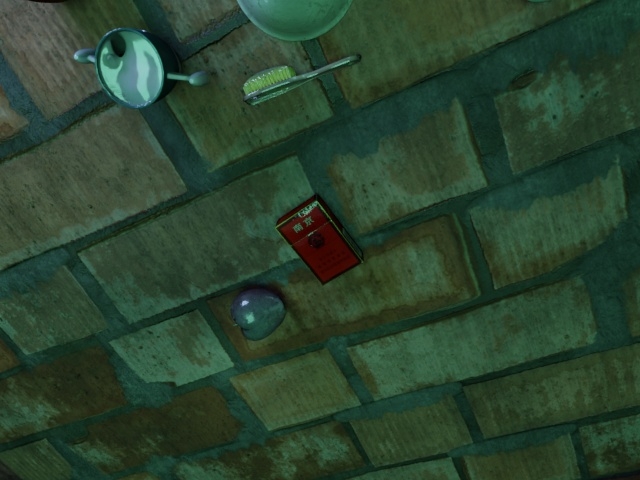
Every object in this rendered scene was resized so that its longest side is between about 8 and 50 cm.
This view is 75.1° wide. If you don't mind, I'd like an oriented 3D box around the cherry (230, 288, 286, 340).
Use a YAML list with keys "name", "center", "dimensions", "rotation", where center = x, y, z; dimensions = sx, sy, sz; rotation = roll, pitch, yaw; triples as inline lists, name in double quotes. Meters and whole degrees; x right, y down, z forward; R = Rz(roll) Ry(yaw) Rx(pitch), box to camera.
- name: "cherry"
  center: [-0.199, 0.227, 1.321]
  dimensions: [0.175, 0.140, 0.176]
  rotation: [-8, 113, -18]

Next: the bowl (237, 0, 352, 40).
- name: "bowl"
  center: [-0.066, -0.597, 0.892]
  dimensions: [0.312, 0.146, 0.314]
  rotation: [2, 117, 5]

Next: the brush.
- name: "brush"
  center: [-0.054, -0.416, 1.029]
  dimensions: [0.312, 0.072, 0.067]
  rotation: [-16, 101, 11]

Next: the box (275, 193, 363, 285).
- name: "box"
  center: [0.000, 0.001, 1.227]
  dimensions: [0.153, 0.074, 0.240]
  rotation: [-30, 110, 22]

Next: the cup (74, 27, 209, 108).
- name: "cup"
  center: [-0.416, -0.415, 0.994]
  dimensions: [0.299, 0.173, 0.168]
  rotation: [12, 118, -1]

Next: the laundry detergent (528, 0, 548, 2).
- name: "laundry detergent"
  center: [0.491, -0.620, 0.857]
  dimensions: [0.280, 0.105, 0.215]
  rotation: [-14, 116, 10]

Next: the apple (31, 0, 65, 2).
- name: "apple"
  center: [-0.621, -0.629, 0.918]
  dimensions: [0.200, 0.162, 0.202]
  rotation: [6, 113, 14]
